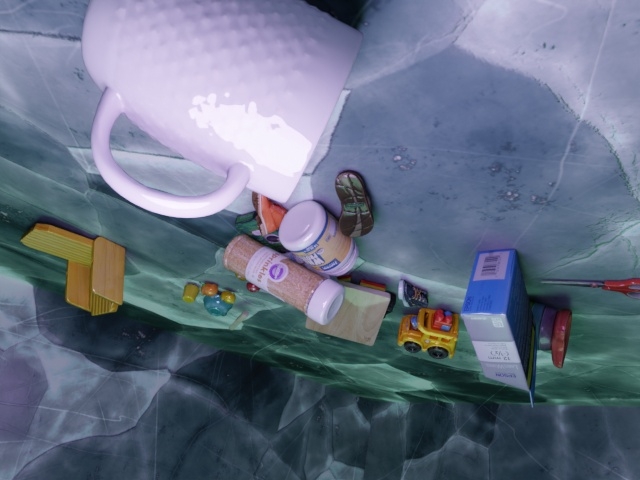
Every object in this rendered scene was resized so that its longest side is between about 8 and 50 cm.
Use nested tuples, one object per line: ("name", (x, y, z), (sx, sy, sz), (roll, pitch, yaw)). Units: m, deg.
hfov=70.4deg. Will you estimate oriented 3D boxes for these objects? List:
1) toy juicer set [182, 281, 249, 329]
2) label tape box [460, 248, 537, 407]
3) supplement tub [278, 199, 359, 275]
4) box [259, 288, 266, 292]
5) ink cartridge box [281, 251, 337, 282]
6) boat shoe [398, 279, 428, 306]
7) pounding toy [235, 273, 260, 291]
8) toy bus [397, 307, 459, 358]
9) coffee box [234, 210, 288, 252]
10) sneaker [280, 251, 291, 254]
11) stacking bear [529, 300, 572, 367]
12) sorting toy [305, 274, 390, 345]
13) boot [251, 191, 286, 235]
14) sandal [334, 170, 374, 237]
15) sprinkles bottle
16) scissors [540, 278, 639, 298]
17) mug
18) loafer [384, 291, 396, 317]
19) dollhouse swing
("toy juicer set", (-0.436, 0.277, 2.035), (0.209, 0.089, 0.329), (-23, 130, 31))
("label tape box", (0.494, 0.234, 1.218), (0.115, 0.249, 0.347), (-6, 124, 33))
("supplement tub", (0.000, 0.000, 1.220), (0.145, 0.144, 0.200), (-9, 146, 37))
("box", (-0.084, 0.188, 1.717), (0.325, 0.062, 0.067), (13, 154, -1))
("ink cartridge box", (-0.048, 0.105, 1.401), (0.177, 0.127, 0.128), (-13, 158, 10))
("boat shoe", (0.315, 0.180, 1.532), (0.083, 0.065, 0.183), (0, 158, 21))
("pounding toy", (-0.229, 0.105, 1.567), (0.183, 0.110, 0.237), (25, 151, -24))
("toy bus", (0.410, 0.323, 1.694), (0.221, 0.149, 0.211), (10, 140, 10))
("coffee box", (-0.154, -0.023, 1.359), (0.113, 0.040, 0.184), (-12, 144, 40))
("sneaker", (-0.150, 0.042, 1.468), (0.120, 0.057, 0.047), (26, 153, -23))
("stacking bear", (0.634, 0.268, 1.461), (0.289, 0.164, 0.175), (9, 124, 34))
("sorting toy", (0.095, 0.229, 1.606), (0.256, 0.089, 0.256), (15, 129, 3))
("boot", (-0.135, -0.088, 1.218), (0.085, 0.059, 0.157), (-19, 138, -12))
("sandal", (0.081, -0.091, 1.114), (0.090, 0.060, 0.219), (-3, 136, 16))
("sprinkles bottle", (-0.107, 0.105, 1.280), (0.356, 0.121, 0.121), (26, 159, 23))
("scissors", (0.781, 0.118, 1.254), (0.298, 0.021, 0.109), (9, 156, 9))
("mug", (-0.161, -0.203, 0.645), (0.329, 0.373, 0.276), (24, 157, -9))
("loafer", (0.215, 0.260, 1.709), (0.076, 0.078, 0.223), (19, 153, -10))
("dollhouse swing", (-0.982, 0.127, 1.769), (0.305, 0.314, 0.347), (10, 163, -44))
